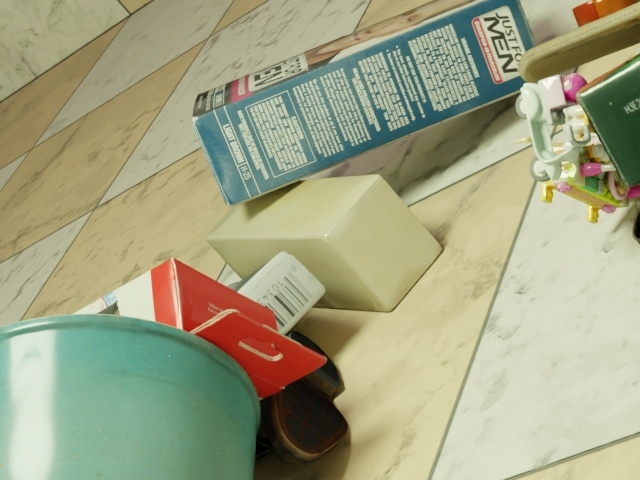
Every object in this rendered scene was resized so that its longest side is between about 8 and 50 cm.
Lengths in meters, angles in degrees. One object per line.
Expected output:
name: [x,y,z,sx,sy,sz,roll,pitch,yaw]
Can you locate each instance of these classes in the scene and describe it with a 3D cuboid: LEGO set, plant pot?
LEGO set: [0.268,-0.086,1.384,0.107,0.132,0.287,-4,9,35]
plant pot: [-0.177,0.238,1.295,0.271,0.271,0.255,-30,44,29]

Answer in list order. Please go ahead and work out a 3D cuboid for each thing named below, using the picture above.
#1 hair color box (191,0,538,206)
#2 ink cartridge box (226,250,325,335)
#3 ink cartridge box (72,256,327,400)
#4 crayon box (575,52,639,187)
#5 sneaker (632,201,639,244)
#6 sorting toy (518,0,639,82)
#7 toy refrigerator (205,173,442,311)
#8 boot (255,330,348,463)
hair color box: [0.046,-0.158,1.770,0.347,0.105,0.174,-21,13,2]
ink cartridge box: [-0.144,0.152,1.666,0.303,0.072,0.307,-47,1,-14]
ink cartridge box: [-0.125,0.095,1.400,0.231,0.134,0.078,-28,54,26]
crayon box: [0.333,-0.149,1.268,0.202,0.081,0.318,-29,0,29]
sneaker: [0.308,-0.039,1.177,0.222,0.118,0.083,-52,22,-27]
sorting toy: [0.323,-0.218,1.388,0.307,0.041,0.229,-23,-2,-41]
toy refrigerator: [0.000,0.000,1.702,0.094,0.102,0.269,-48,20,-19]
boot: [-0.038,0.165,1.482,0.106,0.082,0.219,-48,8,14]
